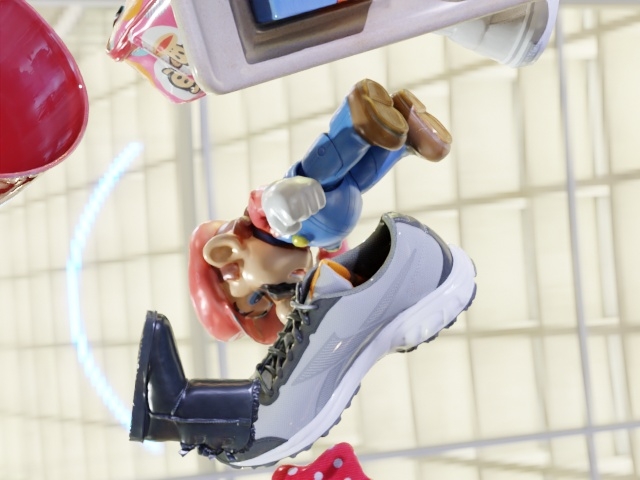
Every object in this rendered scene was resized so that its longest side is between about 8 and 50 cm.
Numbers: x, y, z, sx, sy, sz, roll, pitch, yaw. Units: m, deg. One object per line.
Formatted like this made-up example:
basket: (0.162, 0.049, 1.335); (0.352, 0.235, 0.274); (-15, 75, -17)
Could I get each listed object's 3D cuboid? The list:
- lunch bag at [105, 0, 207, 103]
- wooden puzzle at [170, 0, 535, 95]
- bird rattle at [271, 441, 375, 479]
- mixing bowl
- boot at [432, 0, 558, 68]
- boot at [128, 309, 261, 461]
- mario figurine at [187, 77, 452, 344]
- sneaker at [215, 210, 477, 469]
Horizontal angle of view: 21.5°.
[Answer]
lunch bag: (-0.063, -0.284, 1.543); (0.293, 0.120, 0.258); (-37, -156, 47)
wooden puzzle: (0.030, -0.300, 1.187); (0.080, 0.348, 0.322); (2, -70, 66)
bird rattle: (-0.008, 0.311, 1.487); (0.253, 0.207, 0.143); (-44, -172, 16)
mixing bowl: (-0.219, -0.066, 0.842); (0.098, 0.181, 0.181); (-50, -134, 31)
boot: (0.136, -0.265, 1.414); (0.095, 0.123, 0.258); (122, -18, -51)
boot: (-0.095, 0.114, 1.313); (0.045, 0.099, 0.121); (-92, -171, -70)
mario figurine: (0.000, 0.000, 1.678); (0.320, 0.198, 0.170); (-46, -154, 25)
sneaker: (-0.001, 0.080, 1.404); (0.271, 0.108, 0.100); (-44, -149, 7)
